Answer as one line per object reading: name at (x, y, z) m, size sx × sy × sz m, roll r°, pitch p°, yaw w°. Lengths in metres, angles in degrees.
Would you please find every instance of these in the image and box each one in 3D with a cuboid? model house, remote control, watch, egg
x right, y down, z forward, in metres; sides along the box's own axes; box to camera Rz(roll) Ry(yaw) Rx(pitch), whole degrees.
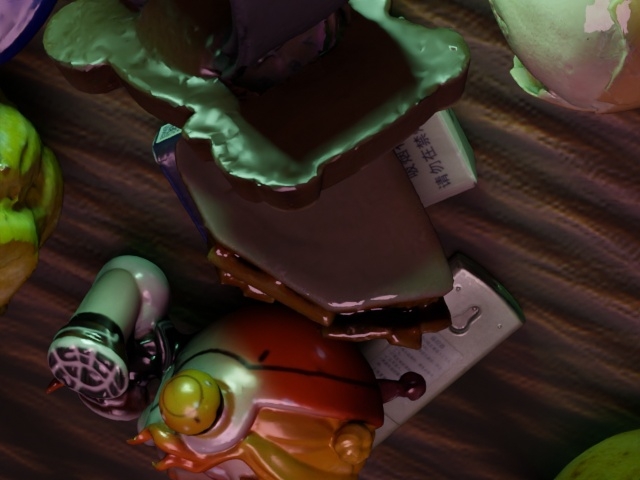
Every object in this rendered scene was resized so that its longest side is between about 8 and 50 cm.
model house at (0.000, -0.001, 1.685) m, size 0.199 × 0.229 × 0.220 m, roll -14°, pitch 72°, yaw 0°
remote control at (0.086, 0.115, 1.905) m, size 0.233 × 0.038 × 0.098 m, roll -41°, pitch 110°, yaw 19°
watch at (-0.061, -0.247, 1.495) m, size 0.314 × 0.335 × 0.327 m, roll -34°, pitch 145°, yaw -15°
egg at (0.258, -0.213, 1.641) m, size 0.244 × 0.201 × 0.201 m, roll -12°, pitch 117°, yaw -6°

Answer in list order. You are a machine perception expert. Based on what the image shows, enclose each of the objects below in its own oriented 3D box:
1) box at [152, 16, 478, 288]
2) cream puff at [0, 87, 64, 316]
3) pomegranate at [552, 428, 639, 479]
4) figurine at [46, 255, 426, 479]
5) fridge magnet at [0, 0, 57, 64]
box at (-0.005, -0.078, 1.787) m, size 0.259 × 0.071 × 0.168 m, roll -25°, pitch 115°, yaw 13°
cream puff at (-0.407, -0.001, 1.705) m, size 0.378 × 0.378 × 0.275 m, roll 0°, pitch 118°, yaw 1°
pomegranate at (0.328, 0.320, 1.866) m, size 0.307 × 0.307 × 0.307 m, roll 1°, pitch 118°, yaw 1°
figurine at (-0.081, 0.143, 1.807) m, size 0.323 × 0.320 × 0.196 m, roll 25°, pitch 82°, yaw 2°
fridge magnet at (-0.336, -0.260, 1.645) m, size 0.265 × 0.112 × 0.265 m, roll 0°, pitch 93°, yaw 8°
